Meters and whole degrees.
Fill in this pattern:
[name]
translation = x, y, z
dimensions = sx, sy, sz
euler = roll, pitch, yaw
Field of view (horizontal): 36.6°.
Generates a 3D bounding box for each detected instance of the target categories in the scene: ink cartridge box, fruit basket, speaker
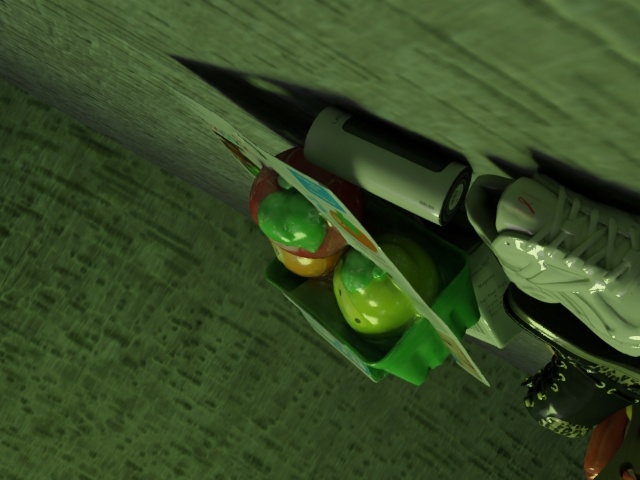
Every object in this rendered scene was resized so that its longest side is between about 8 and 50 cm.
[ink cartridge box]
translation = 0.118, 0.002, 1.206
dimensions = 0.239, 0.060, 0.275
euler = 57, 166, -18
[fruit basket]
translation = 0.000, 0.000, 1.014
dimensions = 0.353, 0.165, 0.327
euler = 40, 177, -42
[speaker]
translation = 0.054, -0.064, 0.813
dimensions = 0.136, 0.055, 0.055
euler = 27, 176, 22

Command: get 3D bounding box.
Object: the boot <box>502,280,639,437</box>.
[boot]
translation = 0.269, 0.139, 1.088
dimensions = 0.236, 0.085, 0.178
euler = 26, 139, -14

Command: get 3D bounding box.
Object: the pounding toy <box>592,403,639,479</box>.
[pounding toy]
translation = 0.411, 0.286, 1.130
dimensions = 0.155, 0.154, 0.269
euler = 59, -156, -29

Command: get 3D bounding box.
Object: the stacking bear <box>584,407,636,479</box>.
[stacking bear]
translation = 0.544, 0.302, 1.331
dimensions = 0.289, 0.164, 0.175
euler = 8, 165, 47

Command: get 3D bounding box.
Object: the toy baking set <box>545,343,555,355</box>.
[toy baking set]
translation = 0.404, 0.208, 1.498
dimensions = 0.256, 0.030, 0.197
euler = 51, -170, -17

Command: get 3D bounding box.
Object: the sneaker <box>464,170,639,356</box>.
[sneaker]
translation = 0.174, 0.006, 0.661
dimensions = 0.115, 0.090, 0.232
euler = 35, 173, -28
